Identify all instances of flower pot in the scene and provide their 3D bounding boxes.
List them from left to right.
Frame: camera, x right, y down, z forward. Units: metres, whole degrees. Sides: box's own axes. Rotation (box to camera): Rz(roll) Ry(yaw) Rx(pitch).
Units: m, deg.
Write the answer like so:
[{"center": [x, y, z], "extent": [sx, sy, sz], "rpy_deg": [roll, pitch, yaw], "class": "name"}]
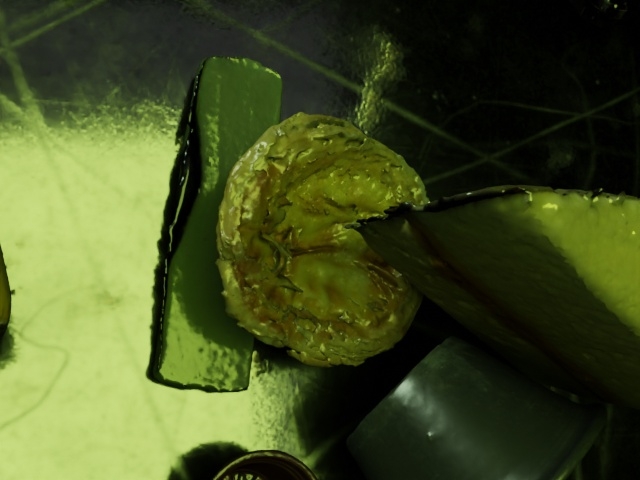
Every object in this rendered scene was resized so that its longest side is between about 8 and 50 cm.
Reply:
[{"center": [-0.061, 0.233, 0.694], "extent": [0.111, 0.089, 0.111], "rpy_deg": [4, 78, -20], "class": "flower pot"}, {"center": [0.120, 0.184, 0.723], "extent": [0.235, 0.235, 0.148], "rpy_deg": [-39, 74, -22], "class": "flower pot"}]

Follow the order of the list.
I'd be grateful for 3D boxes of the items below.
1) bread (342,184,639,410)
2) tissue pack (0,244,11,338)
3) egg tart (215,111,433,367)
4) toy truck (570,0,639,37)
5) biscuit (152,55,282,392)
[{"center": [0.211, -0.009, 0.665], "extent": [0.405, 0.345, 0.242], "rpy_deg": [40, 74, -25], "class": "bread"}, {"center": [-0.363, -0.085, 0.541], "extent": [0.228, 0.293, 0.382], "rpy_deg": [-15, 85, -27], "class": "tissue pack"}, {"center": [0.000, 0.000, 0.745], "extent": [0.252, 0.098, 0.232], "rpy_deg": [-10, 93, -37], "class": "egg tart"}, {"center": [0.395, -0.351, 0.962], "extent": [0.213, 0.161, 0.177], "rpy_deg": [12, 52, -18], "class": "toy truck"}, {"center": [-0.095, -0.021, 0.761], "extent": [0.099, 0.038, 0.323], "rpy_deg": [10, 75, -21], "class": "biscuit"}]
